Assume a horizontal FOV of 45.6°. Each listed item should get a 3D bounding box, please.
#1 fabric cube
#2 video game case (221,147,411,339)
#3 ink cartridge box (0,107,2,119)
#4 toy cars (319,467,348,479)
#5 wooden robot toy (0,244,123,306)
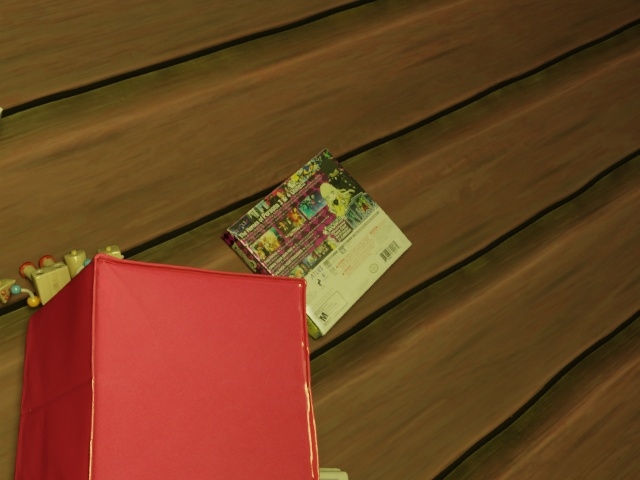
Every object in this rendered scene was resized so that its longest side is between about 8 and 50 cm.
[{"bbox_3d":[-0.179,0.181,0.861,0.254,0.258,0.259,9,66,-32],"label":"fabric cube"},{"bbox_3d":[0.000,0.000,1.165,0.210,0.042,0.232,48,58,-2],"label":"video game case"},{"bbox_3d":[-0.464,-0.111,0.955,0.056,0.099,0.135,33,61,-13],"label":"ink cartridge box"},{"bbox_3d":[-0.054,0.452,0.934,0.176,0.087,0.393,45,58,-4],"label":"toy cars"},{"bbox_3d":[-0.336,0.063,0.981,0.173,0.076,0.079,-21,116,-31],"label":"wooden robot toy"}]
